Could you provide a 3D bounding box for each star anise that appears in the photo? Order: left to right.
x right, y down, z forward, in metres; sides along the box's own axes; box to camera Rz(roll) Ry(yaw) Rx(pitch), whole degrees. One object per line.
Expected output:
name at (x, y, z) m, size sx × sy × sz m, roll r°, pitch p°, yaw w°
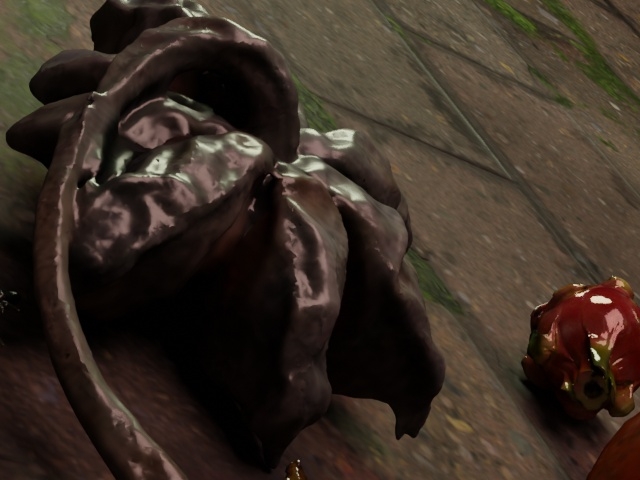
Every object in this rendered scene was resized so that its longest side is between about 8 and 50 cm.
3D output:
star anise at (-0.034, -0.009, 0.894) m, size 0.316 × 0.139 × 0.359 m, roll 8°, pitch 42°, yaw -46°

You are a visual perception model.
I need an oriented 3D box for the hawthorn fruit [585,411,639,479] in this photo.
hawthorn fruit at (0.225, 0.142, 0.901) m, size 0.179 × 0.200 × 0.179 m, roll 37°, pitch 14°, yaw -11°

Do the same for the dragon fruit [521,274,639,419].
dragon fruit at (0.168, 0.070, 1.143) m, size 0.086 × 0.081 × 0.116 m, roll 50°, pitch 20°, yaw 3°

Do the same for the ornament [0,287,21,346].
ornament at (-0.168, 0.005, 0.794) m, size 0.073 × 0.028 × 0.125 m, roll 26°, pitch 21°, yaw -31°

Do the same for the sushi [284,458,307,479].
sushi at (-0.015, 0.131, 0.722) m, size 0.060 × 0.061 × 0.118 m, roll 45°, pitch 19°, yaw -16°
